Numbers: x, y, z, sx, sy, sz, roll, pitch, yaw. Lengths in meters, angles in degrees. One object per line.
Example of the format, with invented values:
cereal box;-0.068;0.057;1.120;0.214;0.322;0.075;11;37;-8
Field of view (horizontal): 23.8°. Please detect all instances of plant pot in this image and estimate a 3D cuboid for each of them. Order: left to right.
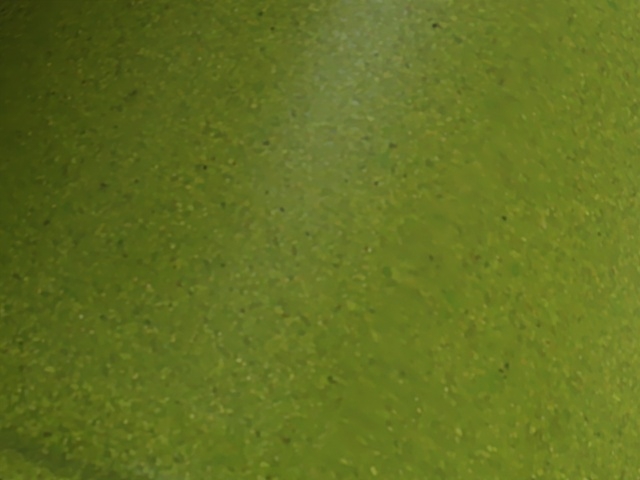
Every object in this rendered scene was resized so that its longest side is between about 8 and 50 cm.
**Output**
plant pot;0.000;0.000;0.492;0.366;0.366;0.353;16;76;17
